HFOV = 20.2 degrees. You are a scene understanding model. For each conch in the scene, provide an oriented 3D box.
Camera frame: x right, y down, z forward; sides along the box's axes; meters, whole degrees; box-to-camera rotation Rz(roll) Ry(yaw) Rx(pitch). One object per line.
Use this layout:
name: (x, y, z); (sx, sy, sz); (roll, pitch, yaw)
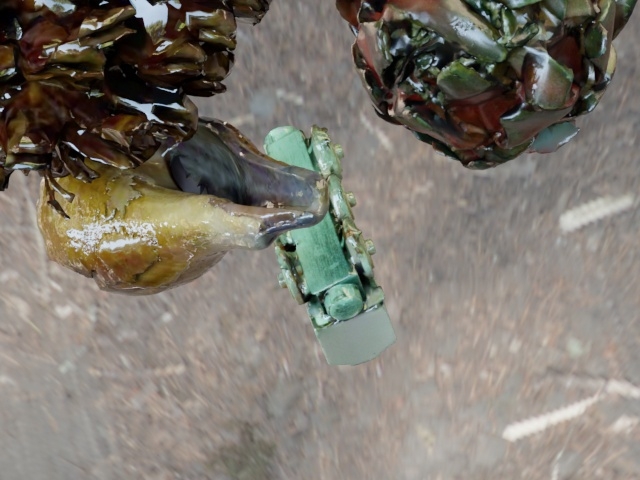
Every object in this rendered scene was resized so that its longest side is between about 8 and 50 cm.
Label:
conch: (-0.070, -0.014, 0.901); (0.233, 0.080, 0.086); (-5, 55, 35)

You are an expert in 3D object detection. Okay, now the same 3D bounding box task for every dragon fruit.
dragon fruit: (0.095, -0.131, 1.055); (0.182, 0.188, 0.182); (2, 73, -7)

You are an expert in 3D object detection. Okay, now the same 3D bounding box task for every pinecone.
pinecone: (-0.129, -0.117, 0.812); (0.221, 0.221, 0.221); (-1, 76, 3)

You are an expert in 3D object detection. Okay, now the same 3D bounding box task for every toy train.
toy train: (0.000, 0.000, 1.410); (0.081, 0.125, 0.194); (-20, 50, 1)
